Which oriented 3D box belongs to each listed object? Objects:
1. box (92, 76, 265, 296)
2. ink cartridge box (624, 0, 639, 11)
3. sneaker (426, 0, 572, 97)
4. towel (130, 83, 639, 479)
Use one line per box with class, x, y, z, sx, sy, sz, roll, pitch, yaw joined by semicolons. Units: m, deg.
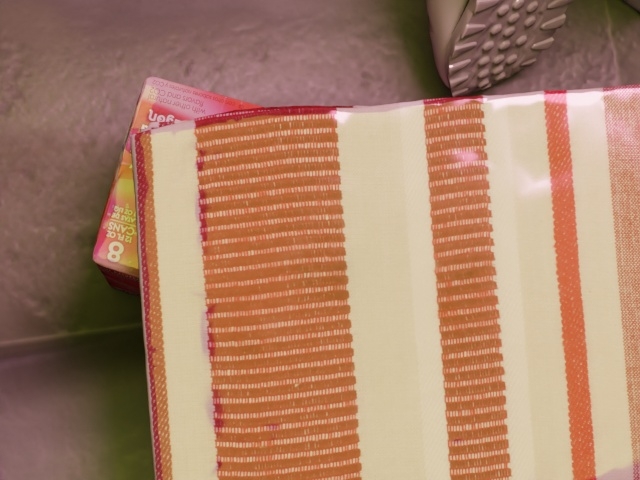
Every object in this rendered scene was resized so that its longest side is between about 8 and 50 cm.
box;0.000;0.000;1.043;0.256;0.128;0.123;16;81;0
ink cartridge box;0.112;-0.289;0.988;0.324;0.330;0.071;38;82;4
sneaker;0.096;-0.184;1.036;0.090;0.235;0.095;-28;60;-19
towel;0.064;0.037;0.959;0.329;0.037;0.237;-4;86;0
